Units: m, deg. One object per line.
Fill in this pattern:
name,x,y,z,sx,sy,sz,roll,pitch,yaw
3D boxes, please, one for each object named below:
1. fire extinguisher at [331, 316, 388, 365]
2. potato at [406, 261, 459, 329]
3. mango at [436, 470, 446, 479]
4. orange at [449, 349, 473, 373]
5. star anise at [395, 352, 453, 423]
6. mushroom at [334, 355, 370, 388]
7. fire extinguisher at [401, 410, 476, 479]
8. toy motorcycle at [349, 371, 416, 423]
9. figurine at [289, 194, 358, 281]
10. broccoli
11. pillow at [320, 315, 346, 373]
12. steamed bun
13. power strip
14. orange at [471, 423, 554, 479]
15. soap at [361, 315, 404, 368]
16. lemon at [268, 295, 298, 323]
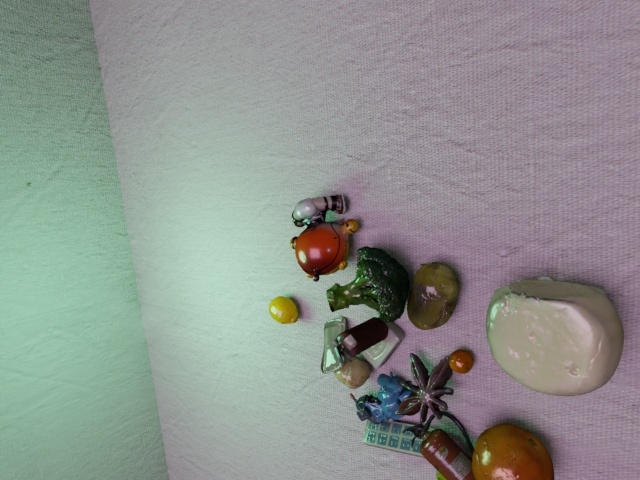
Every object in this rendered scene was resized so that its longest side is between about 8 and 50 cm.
fire extinguisher,0.135,0.355,1.578,0.105,0.269,0.104,8,102,39
potato,0.377,0.195,1.512,0.169,0.143,0.248,49,133,47
mango,0.502,0.857,1.594,0.178,0.100,0.119,34,108,20
orange,0.481,0.413,1.521,0.083,0.083,0.083,9,106,36
star anise,0.379,0.525,1.580,0.198,0.111,0.257,9,83,40
mushroom,0.127,0.524,1.783,0.148,0.148,0.112,29,135,30
fire extinguisher,0.465,0.749,1.539,0.376,0.200,0.113,42,120,17
toy motorcycle,0.242,0.616,1.728,0.272,0.123,0.182,-37,90,33
figurine,-0.003,-0.002,1.731,0.320,0.196,0.323,-19,78,33
broccoli,0.169,0.159,1.581,0.297,0.297,0.297,-15,91,4
pillow,0.054,0.421,1.815,0.131,0.038,0.232,-27,45,35
steamed bun,0.658,0.263,1.258,0.334,0.233,0.312,16,112,44
power strip,0.324,0.760,1.711,0.367,0.106,0.043,-7,140,38
orange,0.600,0.703,1.398,0.240,0.240,0.240,9,106,36
soap,0.233,0.391,1.722,0.121,0.064,0.183,43,122,25
lemon,-0.162,0.312,1.979,0.155,0.114,0.114,35,120,25
